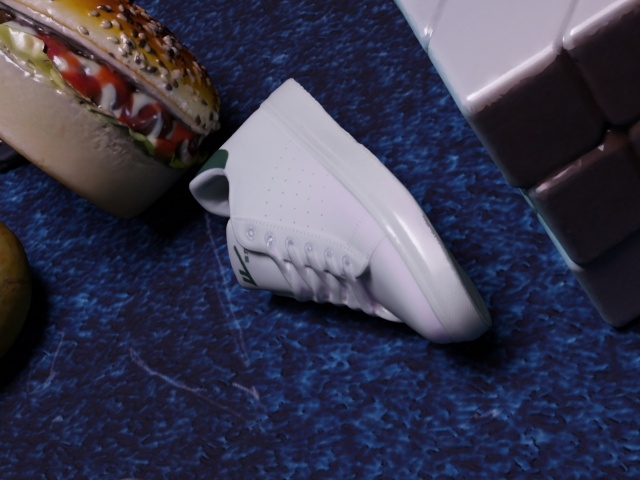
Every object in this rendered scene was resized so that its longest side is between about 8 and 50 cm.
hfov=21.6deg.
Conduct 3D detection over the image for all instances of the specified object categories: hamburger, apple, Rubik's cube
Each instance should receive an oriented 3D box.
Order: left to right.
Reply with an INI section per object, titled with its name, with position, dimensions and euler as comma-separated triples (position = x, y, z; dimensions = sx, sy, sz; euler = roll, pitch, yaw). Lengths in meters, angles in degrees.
[apple]
position = -0.364, 0.051, 1.613
dimensions = 0.182, 0.182, 0.155
euler = -41, 17, -1
[hamburger]
position = -0.227, -0.154, 1.600
dimensions = 0.176, 0.300, 0.300
euler = -54, 47, 2
[Rubik's cube]
position = 0.243, -0.187, 1.302
dimensions = 0.318, 0.316, 0.322
euler = -32, 45, 7

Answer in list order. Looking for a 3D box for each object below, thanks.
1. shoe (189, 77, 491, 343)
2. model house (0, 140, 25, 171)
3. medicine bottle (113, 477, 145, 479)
[shoe]
position = 0.000, 0.000, 1.447
dimensions = 0.160, 0.132, 0.363
euler = -40, 42, 0
[model house]
position = -0.388, -0.174, 1.784
dimensions = 0.183, 0.172, 0.166
euler = -13, 51, 23
[medicine bottle]
position = -0.259, 0.288, 1.386
dimensions = 0.293, 0.141, 0.141
euler = -15, 51, 23
